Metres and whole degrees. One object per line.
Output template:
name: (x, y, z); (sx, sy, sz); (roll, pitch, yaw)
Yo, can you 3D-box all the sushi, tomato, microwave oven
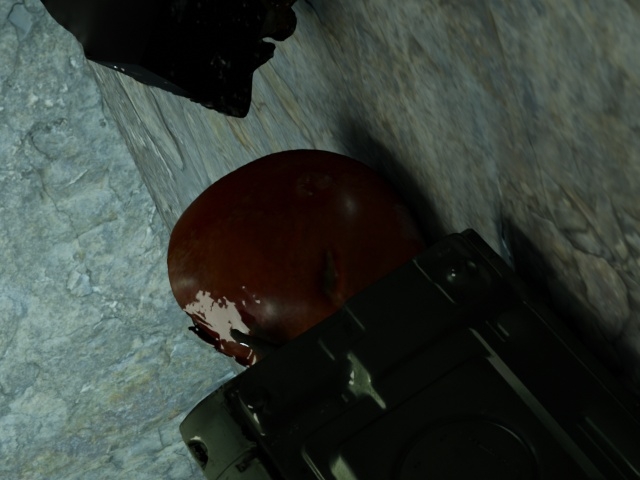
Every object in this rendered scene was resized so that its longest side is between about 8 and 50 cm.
sushi: (-0.128, -0.234, 1.325); (0.212, 0.215, 0.227); (27, 171, -40)
tomato: (0.002, -0.001, 1.415); (0.309, 0.309, 0.170); (53, 138, 31)
microwave oven: (0.122, 0.233, 1.108); (0.394, 0.333, 0.247); (49, 169, 40)

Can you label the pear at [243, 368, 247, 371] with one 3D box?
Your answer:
pear: (-0.005, 0.267, 1.844); (0.304, 0.304, 0.304); (56, 169, 17)
